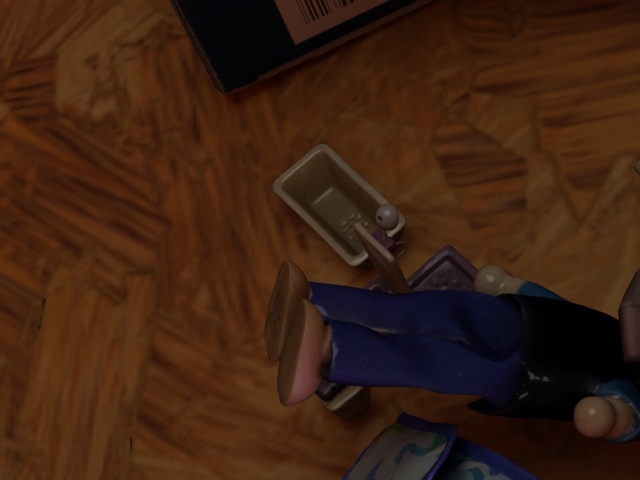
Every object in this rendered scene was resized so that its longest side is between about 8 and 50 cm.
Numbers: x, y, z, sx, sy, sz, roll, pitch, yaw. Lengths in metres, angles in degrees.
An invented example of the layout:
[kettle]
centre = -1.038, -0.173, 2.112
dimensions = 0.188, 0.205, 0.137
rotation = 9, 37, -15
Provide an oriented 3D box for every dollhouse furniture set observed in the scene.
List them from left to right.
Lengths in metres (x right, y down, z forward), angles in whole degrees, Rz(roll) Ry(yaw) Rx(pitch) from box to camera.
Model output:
[dollhouse furniture set]
centre = 0.000, 0.000, 0.786
dimensions = 0.091, 0.081, 0.114
rotation = -40, 55, -7

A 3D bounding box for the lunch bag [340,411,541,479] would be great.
[lunch bag]
centre = 0.039, 0.142, 0.683
dimensions = 0.129, 0.096, 0.151
rotation = -47, 41, -12

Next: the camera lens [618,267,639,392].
[camera lens]
centre = 0.241, -0.025, 0.601
dimensions = 0.219, 0.219, 0.274
rotation = 23, 85, 30

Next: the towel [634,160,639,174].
[towel]
centre = 0.218, -0.038, 0.764
dimensions = 0.148, 0.027, 0.110
rotation = 30, 73, 33

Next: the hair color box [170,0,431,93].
[hair color box]
centre = -0.040, -0.256, 0.943
dimensions = 0.174, 0.105, 0.347
rotation = -25, 55, 1

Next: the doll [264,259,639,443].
[doll]
centre = 0.076, 0.043, 0.704
dimensions = 0.189, 0.046, 0.129
rotation = 9, 21, -13
